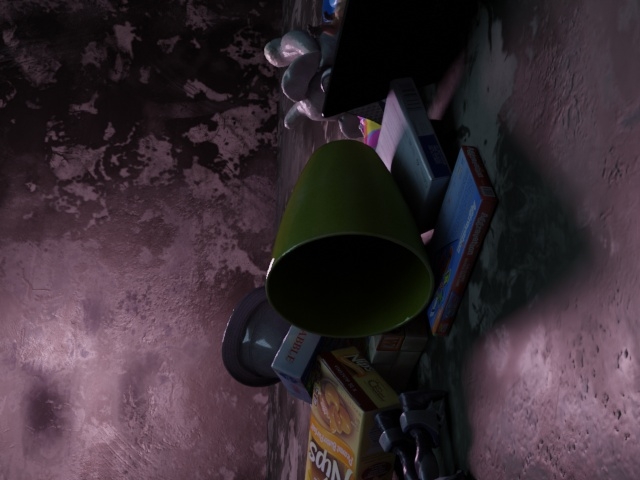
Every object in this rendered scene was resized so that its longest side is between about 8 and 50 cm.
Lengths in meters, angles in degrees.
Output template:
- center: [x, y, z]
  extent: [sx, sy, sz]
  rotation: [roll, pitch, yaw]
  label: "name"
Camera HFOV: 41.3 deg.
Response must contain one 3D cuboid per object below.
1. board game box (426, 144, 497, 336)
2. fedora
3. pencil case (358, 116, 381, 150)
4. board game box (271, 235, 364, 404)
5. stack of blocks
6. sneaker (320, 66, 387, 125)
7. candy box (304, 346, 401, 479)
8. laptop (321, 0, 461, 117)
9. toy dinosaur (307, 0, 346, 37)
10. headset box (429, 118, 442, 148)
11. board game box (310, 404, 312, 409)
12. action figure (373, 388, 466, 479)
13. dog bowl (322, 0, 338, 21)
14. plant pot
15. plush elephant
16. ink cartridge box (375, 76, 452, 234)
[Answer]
- center: [0.213, 0.005, 1.355]
  extent: [0.145, 0.027, 0.281]
  rotation: [-96, 14, -50]
  label: "board game box"
- center: [-0.075, 0.225, 1.866]
  extent: [0.275, 0.124, 0.243]
  rotation: [30, -99, -54]
  label: "fedora"
- center: [0.129, -0.160, 1.697]
  extent: [0.104, 0.105, 0.236]
  rotation: [112, 159, -59]
  label: "pencil case"
- center: [0.019, 0.155, 1.702]
  extent: [0.318, 0.066, 0.318]
  rotation: [-63, -13, -15]
  label: "board game box"
- center: [0.115, 0.205, 1.639]
  extent: [0.297, 0.087, 0.171]
  rotation: [105, 165, -46]
  label: "stack of blocks"
- center: [0.096, -0.319, 1.634]
  extent: [0.086, 0.226, 0.163]
  rotation: [-26, 51, 46]
  label: "sneaker"
- center: [0.055, 0.378, 1.555]
  extent: [0.183, 0.088, 0.316]
  rotation: [45, 136, 52]
  label: "candy box"
- center: [0.132, -0.473, 1.458]
  extent: [0.236, 0.408, 0.381]
  rotation: [48, 144, 29]
  label: "laptop"
- center: [0.108, -0.461, 1.746]
  extent: [0.200, 0.296, 0.127]
  rotation: [-24, 48, 29]
  label: "toy dinosaur"
- center: [0.194, -0.177, 1.525]
  extent: [0.083, 0.032, 0.062]
  rotation: [121, 151, -72]
  label: "headset box"
- center: [0.032, 0.259, 2.059]
  extent: [0.224, 0.098, 0.303]
  rotation: [-121, 38, -74]
  label: "board game box"
- center: [0.163, 0.376, 1.306]
  extent: [0.185, 0.099, 0.285]
  rotation: [116, 153, -47]
  label: "action figure"
- center: [0.086, -0.592, 1.817]
  extent: [0.297, 0.074, 0.165]
  rotation: [120, 156, -51]
  label: "dog bowl"
- center: [0.047, -0.028, 1.475]
  extent: [0.274, 0.275, 0.293]
  rotation: [105, 168, -47]
  label: "plant pot"
- center: [0.008, -0.359, 1.975]
  extent: [0.330, 0.272, 0.255]
  rotation: [-21, 35, 53]
  label: "plush elephant"
- center: [0.159, -0.133, 1.502]
  extent: [0.224, 0.045, 0.223]
  rotation: [100, 156, -59]
  label: "ink cartridge box"
